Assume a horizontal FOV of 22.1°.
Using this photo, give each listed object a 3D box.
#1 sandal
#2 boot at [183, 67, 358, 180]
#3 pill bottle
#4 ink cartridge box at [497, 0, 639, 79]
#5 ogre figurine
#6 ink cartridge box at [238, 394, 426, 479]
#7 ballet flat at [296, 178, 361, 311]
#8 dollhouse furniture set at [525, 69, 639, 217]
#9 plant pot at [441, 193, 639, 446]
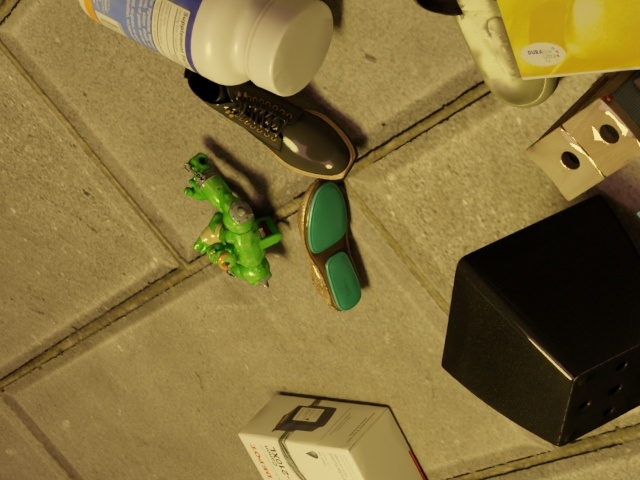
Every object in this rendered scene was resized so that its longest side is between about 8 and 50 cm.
[{"bbox_3d":[0.138,-0.251,1.592,0.120,0.086,0.303,-9,119,52],"label":"sandal"},{"bbox_3d":[-0.062,-0.136,1.890,0.198,0.077,0.137,31,-173,21],"label":"boot"},{"bbox_3d":[-0.125,-0.264,1.816,0.272,0.152,0.152,28,143,25],"label":"pill bottle"},{"bbox_3d":[0.257,-0.295,1.400,0.303,0.072,0.307,1,121,48],"label":"ink cartridge box"},{"bbox_3d":[-0.115,-0.016,2.136,0.118,0.096,0.197,40,136,44],"label":"ogre figurine"},{"bbox_3d":[0.020,0.320,2.330,0.237,0.100,0.172,1,126,48],"label":"ink cartridge box"},{"bbox_3d":[0.000,0.000,2.042,0.067,0.073,0.206,34,144,44],"label":"ballet flat"},{"bbox_3d":[0.320,-0.074,1.538,0.184,0.129,0.129,49,147,-2],"label":"dollhouse furniture set"},{"bbox_3d":[0.254,0.098,1.700,0.167,0.188,0.187,52,154,34],"label":"plant pot"}]
